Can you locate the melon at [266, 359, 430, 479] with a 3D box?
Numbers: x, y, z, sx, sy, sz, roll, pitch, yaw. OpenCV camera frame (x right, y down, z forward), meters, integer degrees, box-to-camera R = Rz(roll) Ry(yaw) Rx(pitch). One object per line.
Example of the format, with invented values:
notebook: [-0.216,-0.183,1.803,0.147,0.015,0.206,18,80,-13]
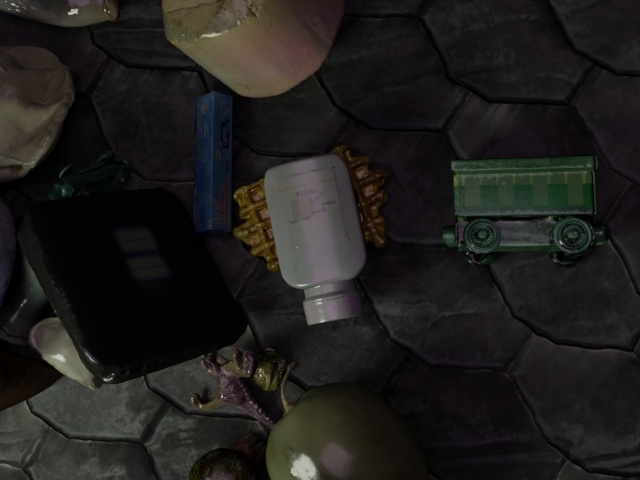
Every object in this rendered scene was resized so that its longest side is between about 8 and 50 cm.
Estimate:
melon: [0.047,0.385,1.675,0.307,0.272,0.272,20,86,-2]

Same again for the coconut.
coconut: [-0.110,-0.416,1.769,0.297,0.309,0.298,-15,63,31]

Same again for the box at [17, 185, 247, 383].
box: [-0.331,0.069,1.720,0.091,0.359,0.350,-46,68,39]

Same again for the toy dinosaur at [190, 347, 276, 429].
toy dinosaur: [-0.148,0.294,1.788,0.199,0.072,0.251,4,119,35]

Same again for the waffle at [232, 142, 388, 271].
waffle: [-0.011,-0.061,1.831,0.309,0.065,0.283,22,88,6]

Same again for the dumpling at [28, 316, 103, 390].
dumpling: [-0.456,0.191,1.822,0.169,0.100,0.134,33,74,-3]

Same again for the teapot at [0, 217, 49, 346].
teapot: [-0.531,0.073,1.828,0.183,0.183,0.251,39,99,10]

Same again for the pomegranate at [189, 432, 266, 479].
pomegranate: [-0.158,0.434,1.762,0.163,0.138,0.126,-20,69,-27]

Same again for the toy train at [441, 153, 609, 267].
toy train: [0.370,-0.055,1.757,0.300,0.120,0.203,-2,79,7]

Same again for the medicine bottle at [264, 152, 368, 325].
medicine bottle: [0.000,0.000,1.741,0.161,0.111,0.296,-13,83,6]

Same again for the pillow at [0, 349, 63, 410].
pillow: [-0.661,0.272,1.743,0.305,0.308,0.108,-19,78,4]

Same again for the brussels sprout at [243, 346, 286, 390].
brussels sprout: [-0.102,0.240,1.809,0.085,0.058,0.085,2,71,-5]

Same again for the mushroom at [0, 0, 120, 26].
mushroom: [-0.570,-0.497,1.937,0.351,0.097,0.109,16,88,4]

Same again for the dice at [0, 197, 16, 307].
dice: [-0.727,0.039,1.746,0.271,0.270,0.270,-57,36,23]

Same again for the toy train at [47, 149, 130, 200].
toy train: [-0.442,-0.112,1.847,0.070,0.172,0.099,50,131,10]

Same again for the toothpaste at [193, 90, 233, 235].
toothpaste: [-0.205,-0.147,1.847,0.066,0.053,0.272,-12,74,47]

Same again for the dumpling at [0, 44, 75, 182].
dumpling: [-0.645,-0.269,1.890,0.394,0.233,0.316,13,53,21]
